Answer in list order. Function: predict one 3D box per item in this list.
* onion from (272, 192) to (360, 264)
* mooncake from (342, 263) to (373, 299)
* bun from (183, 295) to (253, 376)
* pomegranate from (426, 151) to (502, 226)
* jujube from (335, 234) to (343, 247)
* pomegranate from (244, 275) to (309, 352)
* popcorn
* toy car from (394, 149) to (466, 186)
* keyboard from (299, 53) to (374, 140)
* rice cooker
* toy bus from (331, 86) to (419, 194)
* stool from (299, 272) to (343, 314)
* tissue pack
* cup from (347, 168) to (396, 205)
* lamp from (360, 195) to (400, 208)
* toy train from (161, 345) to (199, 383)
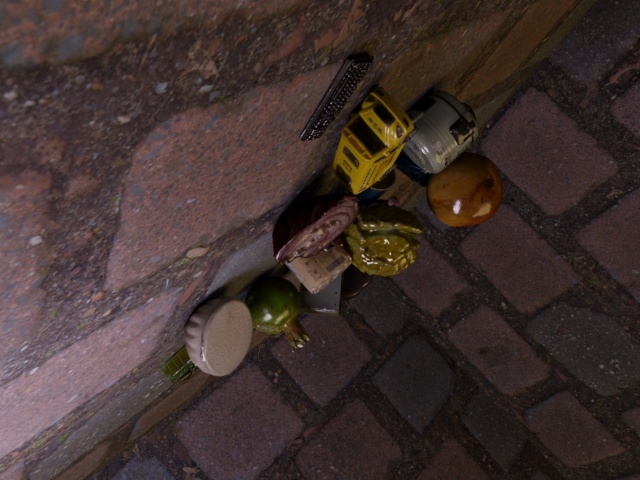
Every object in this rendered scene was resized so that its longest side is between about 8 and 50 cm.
[{"bbox_3d":[-0.017,-0.064,1.616,0.280,0.146,0.314,-45,161,15],"label":"onion"},{"bbox_3d":[0.087,0.139,2.489,0.306,0.306,0.154,-41,170,-11],"label":"mooncake"},{"bbox_3d":[-0.359,0.299,1.781,0.263,0.175,0.263,-24,118,-56],"label":"bun"},{"bbox_3d":[0.484,-0.174,1.864,0.264,0.264,0.264,-41,170,-9],"label":"pomegranate"},{"bbox_3d":[0.066,-0.019,2.050,0.250,0.174,0.174,-39,169,-12],"label":"jujube"},{"bbox_3d":[-0.153,0.277,2.062,0.236,0.302,0.236,-42,161,-19],"label":"pomegranate"},{"bbox_3d":[0.203,-0.006,1.870,0.282,0.282,0.247,-45,-157,10],"label":"popcorn"},{"bbox_3d":[0.397,-0.343,1.983,0.314,0.198,0.166,-39,152,-18],"label":"toy car"},{"bbox_3d":[0.034,-0.304,1.176,0.093,0.025,0.230,-28,163,-46],"label":"keyboard"},{"bbox_3d":[0.380,-0.356,1.759,0.244,0.226,0.226,-39,170,-2],"label":"rice cooker"},{"bbox_3d":[0.126,-0.248,1.420,0.152,0.144,0.330,-37,171,-15],"label":"toy bus"},{"bbox_3d":[0.010,0.174,2.274,0.244,0.170,0.270,75,20,-78],"label":"stool"},{"bbox_3d":[-0.027,0.045,1.807,0.186,0.222,0.090,-40,172,-18],"label":"tissue pack"},{"bbox_3d":[0.175,-0.214,1.858,0.177,0.131,0.155,-66,-173,-28],"label":"cup"},{"bbox_3d":[0.273,-0.061,2.476,0.247,0.247,0.301,-46,175,-5],"label":"lamp"},{"bbox_3d":[-0.497,0.446,2.048,0.225,0.090,0.137,-43,163,1],"label":"toy train"}]
